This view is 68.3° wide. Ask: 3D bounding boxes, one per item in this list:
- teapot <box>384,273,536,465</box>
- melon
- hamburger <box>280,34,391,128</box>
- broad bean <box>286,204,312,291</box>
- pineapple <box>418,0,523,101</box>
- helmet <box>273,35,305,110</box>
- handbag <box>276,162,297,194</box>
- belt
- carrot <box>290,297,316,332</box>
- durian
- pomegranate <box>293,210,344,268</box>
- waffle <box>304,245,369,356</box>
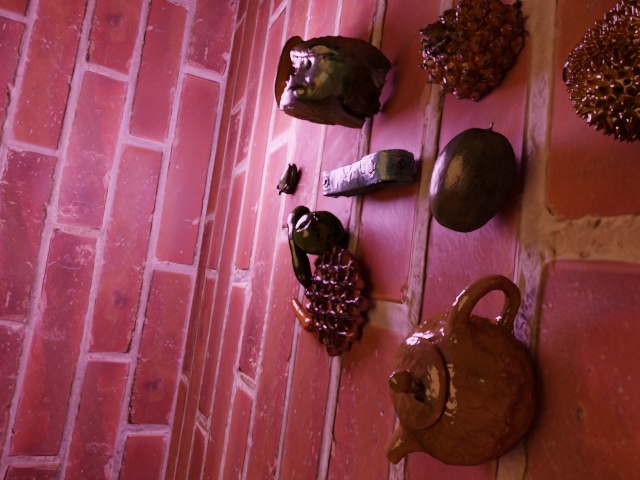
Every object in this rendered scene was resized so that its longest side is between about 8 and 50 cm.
[{"bbox_3d":[0.169,0.183,0.639,0.311,0.167,0.203,-70,26,19],"label":"teapot"},{"bbox_3d":[0.223,-0.092,0.695,0.114,0.114,0.167,-133,54,-60],"label":"melon"},{"bbox_3d":[0.014,-0.366,1.080,0.288,0.192,0.167,16,90,35],"label":"hamburger"},{"bbox_3d":[-0.050,0.007,1.238,0.144,0.050,0.291,59,-159,-58],"label":"broad bean"},{"bbox_3d":[0.217,-0.322,0.765,0.176,0.137,0.161,-8,74,63],"label":"pineapple"},{"bbox_3d":[-0.027,-0.445,1.306,0.257,0.140,0.205,-61,-13,-76],"label":"helmet"},{"bbox_3d":[-0.102,-0.198,1.494,0.072,0.047,0.111,-111,37,-47],"label":"handbag"},{"bbox_3d":[0.095,-0.136,1.020,0.302,0.087,0.072,177,90,-65],"label":"belt"},{"bbox_3d":[-0.052,0.194,1.254,0.190,0.037,0.037,-145,68,-64],"label":"carrot"},{"bbox_3d":[0.334,-0.178,0.479,0.168,0.137,0.158,15,74,56],"label":"durian"},{"bbox_3d":[0.000,0.000,1.143,0.122,0.122,0.161,-137,34,-61],"label":"pomegranate"},{"bbox_3d":[0.035,0.131,1.062,0.221,0.056,0.234,63,142,40],"label":"waffle"}]
